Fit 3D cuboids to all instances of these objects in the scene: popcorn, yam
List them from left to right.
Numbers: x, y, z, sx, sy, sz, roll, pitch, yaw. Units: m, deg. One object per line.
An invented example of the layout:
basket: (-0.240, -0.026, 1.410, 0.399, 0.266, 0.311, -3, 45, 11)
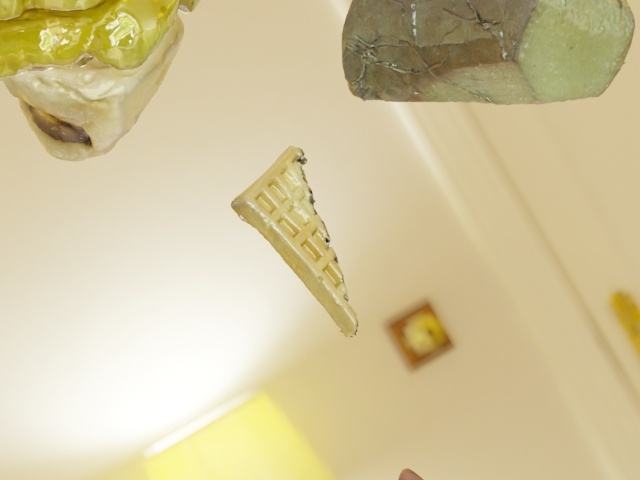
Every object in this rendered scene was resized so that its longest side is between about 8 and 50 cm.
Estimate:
popcorn: (-0.160, -0.154, 1.019, 0.197, 0.197, 0.155, -29, -48, -26)
yam: (0.184, -0.238, 2.144, 0.202, 0.201, 0.271, -10, 18, -40)

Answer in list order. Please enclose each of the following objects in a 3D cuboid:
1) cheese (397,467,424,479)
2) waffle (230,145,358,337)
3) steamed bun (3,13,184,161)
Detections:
cheese: (0.131, 0.335, 1.802, 0.128, 0.177, 0.203, 92, -165, -46)
waffle: (0.000, 0.000, 1.644, 0.023, 0.153, 0.097, -38, 4, 43)
steamed bun: (-0.219, -0.148, 1.877, 0.172, 0.141, 0.155, -55, -12, -38)
